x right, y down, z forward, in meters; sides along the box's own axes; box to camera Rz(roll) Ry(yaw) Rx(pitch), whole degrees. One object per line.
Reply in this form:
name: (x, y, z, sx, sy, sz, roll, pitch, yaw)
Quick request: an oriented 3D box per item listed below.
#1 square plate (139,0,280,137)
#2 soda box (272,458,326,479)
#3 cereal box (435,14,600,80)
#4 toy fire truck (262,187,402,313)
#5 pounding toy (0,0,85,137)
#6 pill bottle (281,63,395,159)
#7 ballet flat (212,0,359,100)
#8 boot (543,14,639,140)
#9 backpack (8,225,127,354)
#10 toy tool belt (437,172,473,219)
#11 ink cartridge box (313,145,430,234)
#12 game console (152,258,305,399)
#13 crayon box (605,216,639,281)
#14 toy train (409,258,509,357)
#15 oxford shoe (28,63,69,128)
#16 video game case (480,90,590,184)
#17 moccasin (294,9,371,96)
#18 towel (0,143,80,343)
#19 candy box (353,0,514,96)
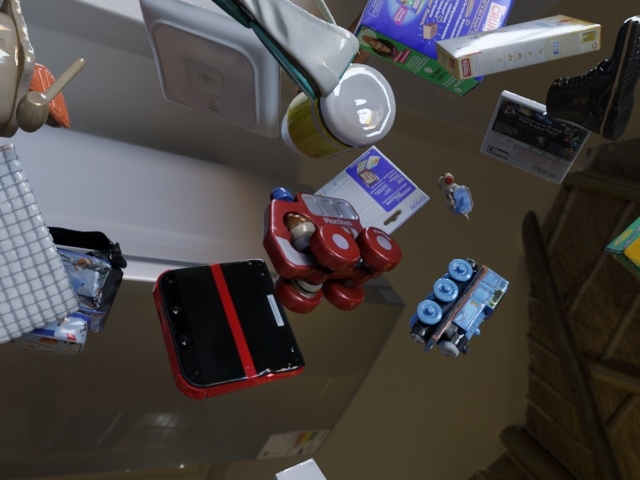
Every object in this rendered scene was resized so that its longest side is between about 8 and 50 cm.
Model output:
square plate: (-0.260, -0.399, 1.322, 0.344, 0.347, 0.049, 99, 15, -61)
soda box: (0.008, 0.425, 0.776, 0.216, 0.074, 0.069, 49, -51, 34)
cereal box: (0.341, -0.348, 0.987, 0.173, 0.240, 0.047, -95, 173, -62)
toy fire truck: (0.000, 0.000, 1.142, 0.169, 0.302, 0.254, -52, -127, 31)
pounding toy: (-0.452, -0.236, 0.811, 0.154, 0.155, 0.269, -45, -121, 33)
pill bottle: (0.026, -0.305, 1.385, 0.334, 0.188, 0.187, -2, -99, 65)
ballet flat: (-0.089, -0.396, 0.908, 0.400, 0.139, 0.139, 47, -53, 15)
boot: (0.439, -0.269, 0.901, 0.137, 0.077, 0.197, 31, -42, 37)
backpack: (-0.526, 0.097, 1.031, 0.276, 0.263, 0.213, -43, -151, 55)
toy tool belt: (0.247, -0.080, 0.999, 0.052, 0.083, 0.051, -26, -154, 7)
ink cartridge box: (0.123, -0.099, 1.355, 0.208, 0.206, 0.045, 47, -10, 21)
game console: (-0.257, 0.225, 1.514, 0.386, 0.342, 0.060, 65, -34, 31)
crayon box: (0.682, -0.020, 0.983, 0.278, 0.165, 0.081, -45, 178, 7)
toy train: (0.227, 0.112, 0.917, 0.105, 0.184, 0.080, 35, -26, 16)
oxford shoe: (-0.716, -0.353, 1.315, 0.363, 0.133, 0.130, 89, -16, -79)
video game case: (0.454, -0.217, 1.181, 0.022, 0.190, 0.173, -54, 162, -29)
moccasin: (0.053, -0.632, 1.901, 0.380, 0.147, 0.139, -42, -124, 23)
towel: (-0.524, 0.020, 0.824, 0.121, 0.235, 0.283, 7, -62, 66)
candy box: (0.273, -0.542, 1.325, 0.122, 0.317, 0.268, 160, -47, -82)
